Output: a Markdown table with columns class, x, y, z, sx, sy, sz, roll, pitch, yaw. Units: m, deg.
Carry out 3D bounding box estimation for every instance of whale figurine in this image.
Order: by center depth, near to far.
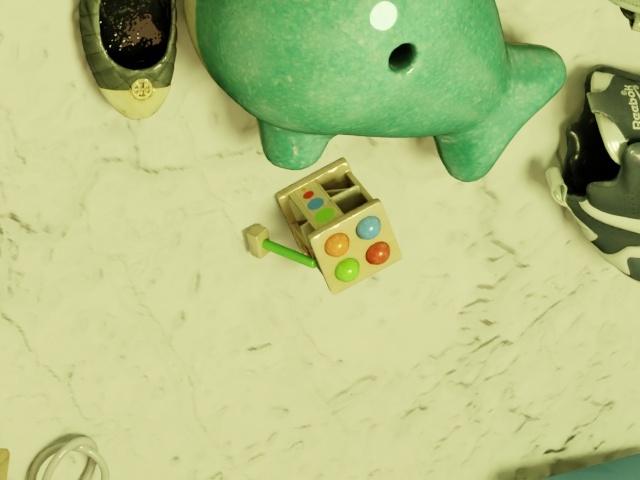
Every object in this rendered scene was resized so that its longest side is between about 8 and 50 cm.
| class | x | y | z | sx | sy | sz | roll | pitch | yaw |
| --- | --- | --- | --- | --- | --- | --- | --- | --- | --- |
| whale figurine | 0.050 | -0.115 | 1.083 | 0.216 | 0.141 | 0.272 | -49 | 130 | 9 |

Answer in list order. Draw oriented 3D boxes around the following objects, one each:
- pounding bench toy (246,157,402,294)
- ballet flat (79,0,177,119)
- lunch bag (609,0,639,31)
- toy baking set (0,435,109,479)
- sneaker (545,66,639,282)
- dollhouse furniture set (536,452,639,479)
| class | x | y | z | sx | sy | sz | roll | pitch | yaw |
| --- | --- | --- | --- | --- | --- | --- | --- | --- | --- |
| pounding bench toy | 0.000 | 0.000 | 1.184 | 0.083 | 0.065 | 0.052 | -28 | 130 | -7 |
| ballet flat | -0.106 | -0.143 | 1.044 | 0.057 | 0.049 | 0.173 | -10 | 125 | -20 |
| lunch bag | 0.193 | -0.290 | 0.934 | 0.212 | 0.256 | 0.305 | 3 | 130 | -27 |
| toy baking set | -0.179 | 0.229 | 1.275 | 0.256 | 0.030 | 0.197 | 31 | 101 | -38 |
| sneaker | 0.251 | -0.078 | 1.224 | 0.235 | 0.094 | 0.153 | -34 | 135 | 28 |
| dollhouse furniture set | 0.296 | 0.328 | 1.404 | 0.303 | 0.198 | 0.286 | -6 | 108 | -34 |
